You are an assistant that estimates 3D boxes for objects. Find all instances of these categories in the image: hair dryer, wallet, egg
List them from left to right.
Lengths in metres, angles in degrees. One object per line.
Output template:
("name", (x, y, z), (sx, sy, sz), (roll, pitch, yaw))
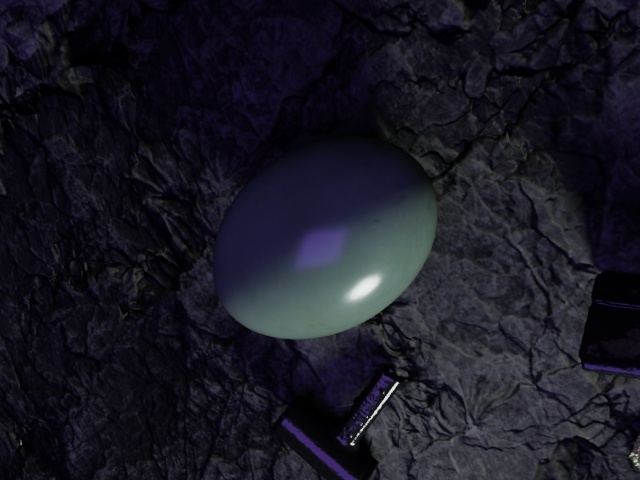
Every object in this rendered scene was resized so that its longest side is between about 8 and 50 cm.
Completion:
("egg", (0.000, 0.000, 1.357), (0.389, 0.276, 0.276), (-37, 93, 32))
("hair dryer", (0.056, 0.309, 1.588), (0.197, 0.089, 0.251), (40, 112, 8))
("wallet", (0.527, 0.127, 1.236), (0.321, 0.170, 0.044), (8, 147, 21))

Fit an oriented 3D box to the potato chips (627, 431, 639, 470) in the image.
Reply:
("potato chips", (0.536, 0.319, 1.387), (0.142, 0.026, 0.209), (-22, 100, 37))
